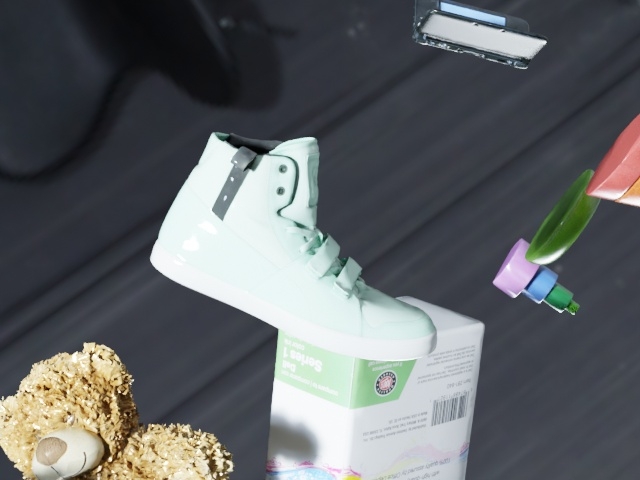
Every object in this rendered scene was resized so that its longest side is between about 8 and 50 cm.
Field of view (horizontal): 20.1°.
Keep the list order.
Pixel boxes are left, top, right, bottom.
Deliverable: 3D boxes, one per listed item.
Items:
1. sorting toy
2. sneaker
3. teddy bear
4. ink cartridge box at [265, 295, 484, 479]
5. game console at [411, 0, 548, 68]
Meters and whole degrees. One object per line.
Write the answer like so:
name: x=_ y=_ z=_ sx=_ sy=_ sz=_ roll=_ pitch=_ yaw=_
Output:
sorting toy: x=0.326 y=-0.008 z=2.041 sx=0.126 sy=0.127 sz=0.365 roll=35 pitch=145 yaw=-2
sneaker: x=0.000 y=0.000 z=1.520 sx=0.256 sy=0.151 sz=0.094 roll=22 pitch=-165 yaw=-4
teddy bear: x=-0.174 y=0.262 z=1.715 sx=0.245 sy=0.113 sz=0.338 roll=-3 pitch=122 yaw=34
ink cartridge box: x=0.051 y=0.214 z=1.866 sx=0.117 sy=0.201 sz=0.278 roll=18 pitch=108 yaw=41
game console: x=0.158 y=-0.220 z=1.793 sx=0.107 sy=0.122 sz=0.071 roll=-84 pitch=10 yaw=-46
